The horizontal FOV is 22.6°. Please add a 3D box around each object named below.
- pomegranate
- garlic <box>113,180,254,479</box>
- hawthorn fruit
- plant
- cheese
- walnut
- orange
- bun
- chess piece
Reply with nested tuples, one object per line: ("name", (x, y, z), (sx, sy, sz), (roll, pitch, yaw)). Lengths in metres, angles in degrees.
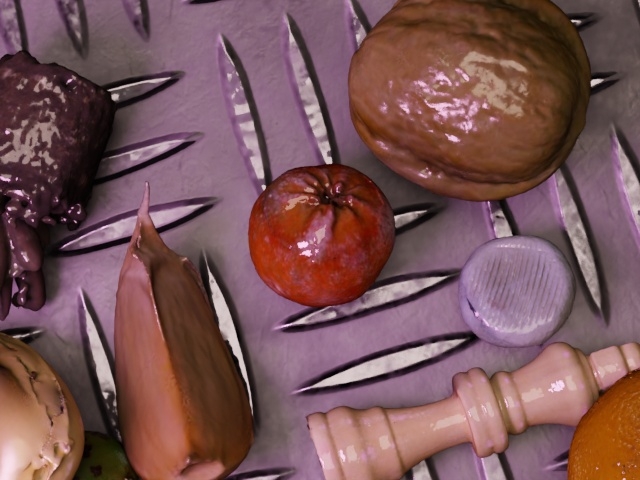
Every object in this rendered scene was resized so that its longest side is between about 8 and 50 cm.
("pomegranate", (-0.292, 0.291, 1.834), (0.169, 0.122, 0.143), (-3, 94, 0))
("garlic", (-0.161, 0.121, 1.826), (0.151, 0.196, 0.338), (-6, 74, -12))
("hawthorn fruit", (0.000, 0.000, 1.852), (0.173, 0.173, 0.172), (-1, 80, 3))
("plant", (-0.368, -0.054, 1.862), (0.182, 0.194, 0.320), (20, 79, 10))
("cheese", (-0.372, 0.233, 1.780), (0.128, 0.316, 0.259), (21, 82, -36))
("walnut", (0.172, -0.177, 1.835), (0.283, 0.227, 0.282), (0, 90, 10))
("orange", (0.400, 0.262, 1.731), (0.274, 0.274, 0.274), (-1, 80, 3))
("bun", (0.229, 0.064, 1.865), (0.141, 0.083, 0.140), (-3, 68, 6))
("chess piece", (0.186, 0.195, 1.835), (0.397, 0.117, 0.117), (-18, 80, -2))
